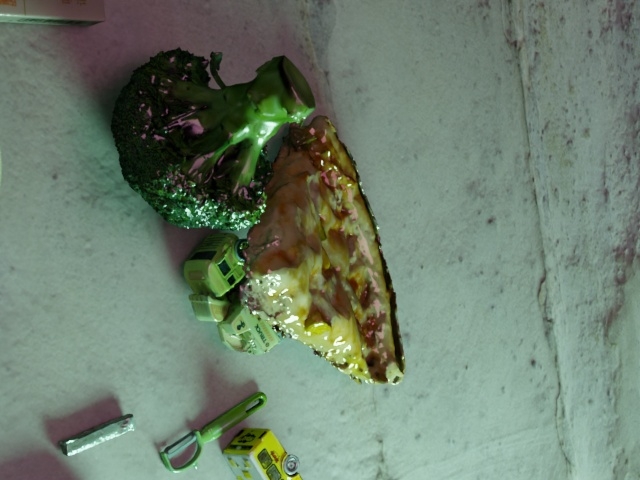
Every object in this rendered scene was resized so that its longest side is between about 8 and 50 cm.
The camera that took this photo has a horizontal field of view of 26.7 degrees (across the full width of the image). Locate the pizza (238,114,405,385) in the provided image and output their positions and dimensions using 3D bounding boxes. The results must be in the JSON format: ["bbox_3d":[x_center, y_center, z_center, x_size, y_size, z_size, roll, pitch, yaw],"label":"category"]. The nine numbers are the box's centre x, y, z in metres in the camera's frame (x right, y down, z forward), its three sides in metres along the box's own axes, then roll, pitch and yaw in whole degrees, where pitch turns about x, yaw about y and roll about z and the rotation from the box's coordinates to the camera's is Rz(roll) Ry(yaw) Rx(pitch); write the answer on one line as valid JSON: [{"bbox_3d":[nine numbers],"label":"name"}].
[{"bbox_3d":[0.013,-0.004,2.097,0.435,0.080,0.392,40,43,-52],"label":"pizza"}]

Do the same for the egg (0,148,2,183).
[{"bbox_3d":[-0.492,-0.073,1.608,0.264,0.174,0.286,22,74,-36],"label":"egg"}]

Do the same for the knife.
[{"bbox_3d":[-0.150,0.286,2.000,0.212,0.015,0.054,-31,107,-41],"label":"knife"}]

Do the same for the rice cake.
[{"bbox_3d":[-0.304,0.266,1.852,0.121,0.021,0.022,-18,108,-44],"label":"rice cake"}]

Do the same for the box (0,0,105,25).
[{"bbox_3d":[-0.451,-0.390,1.763,0.365,0.051,0.205,-6,90,-44],"label":"box"}]

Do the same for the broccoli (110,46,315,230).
[{"bbox_3d":[-0.142,-0.153,1.881,0.297,0.297,0.298,50,23,-30],"label":"broccoli"}]

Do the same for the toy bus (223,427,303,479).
[{"bbox_3d":[-0.055,0.384,2.034,0.074,0.081,0.226,-43,114,-36],"label":"toy bus"}]

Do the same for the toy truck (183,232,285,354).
[{"bbox_3d":[-0.129,0.091,1.996,0.116,0.085,0.191,-46,118,-34],"label":"toy truck"}]
